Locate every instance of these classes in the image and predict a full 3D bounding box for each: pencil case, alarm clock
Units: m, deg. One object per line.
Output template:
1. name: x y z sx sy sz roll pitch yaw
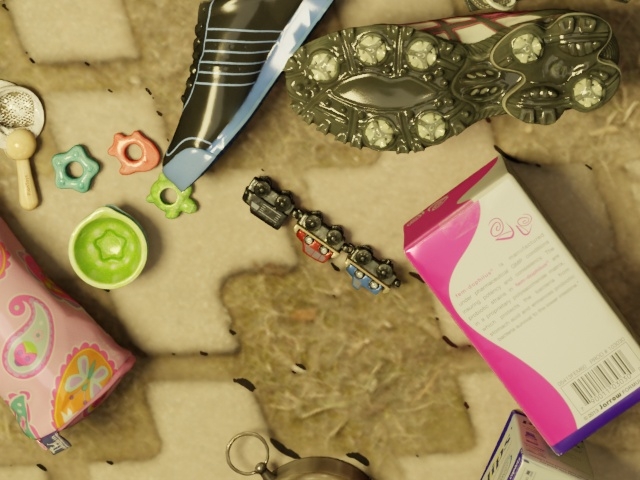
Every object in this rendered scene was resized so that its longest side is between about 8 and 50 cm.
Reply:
1. pencil case: -0.288 0.045 1.518 0.124 0.124 0.284 -39 99 9
2. alarm clock: -0.016 0.246 1.580 0.129 0.064 0.192 -40 94 9

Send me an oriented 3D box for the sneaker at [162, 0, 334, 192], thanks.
1. sneaker: -0.076 -0.154 1.494 0.090 0.081 0.232 36 94 -2

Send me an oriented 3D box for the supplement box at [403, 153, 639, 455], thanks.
1. supplement box: 0.176 0.051 1.507 0.111 0.114 0.220 -36 99 9

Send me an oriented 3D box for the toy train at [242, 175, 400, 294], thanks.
1. toy train: 0.000 0.000 1.545 0.158 0.027 0.036 34 104 -5

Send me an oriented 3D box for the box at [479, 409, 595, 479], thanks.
1. box: 0.175 0.230 1.529 0.072 0.137 0.126 23 101 -1

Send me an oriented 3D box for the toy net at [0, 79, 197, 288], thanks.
1. toy net: -0.222 -0.070 1.529 0.232 0.045 0.122 42 100 -6

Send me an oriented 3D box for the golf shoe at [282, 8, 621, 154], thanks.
1. golf shoe: 0.108 -0.137 1.471 0.273 0.120 0.105 -3 107 4

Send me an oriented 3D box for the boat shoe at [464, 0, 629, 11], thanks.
1. boat shoe: 0.145 -0.220 1.453 0.233 0.084 0.079 15 92 16
